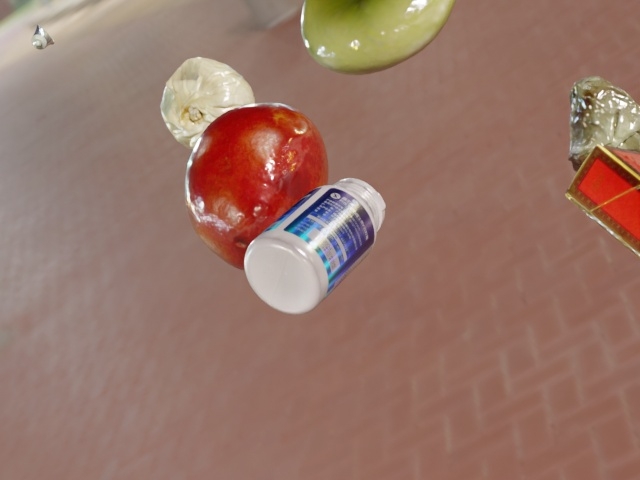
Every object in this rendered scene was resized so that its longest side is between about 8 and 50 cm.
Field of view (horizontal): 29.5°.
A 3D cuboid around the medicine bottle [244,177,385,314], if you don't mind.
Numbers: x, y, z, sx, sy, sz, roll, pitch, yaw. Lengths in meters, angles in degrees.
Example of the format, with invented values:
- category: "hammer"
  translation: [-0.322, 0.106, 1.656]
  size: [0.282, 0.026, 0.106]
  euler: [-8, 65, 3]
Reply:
- category: "medicine bottle"
  translation: [0.000, 0.000, 1.460]
  size: [0.107, 0.107, 0.191]
  euler: [-19, 15, 40]

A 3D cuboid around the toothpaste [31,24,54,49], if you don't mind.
- category: "toothpaste"
  translation: [-0.408, -0.296, 1.784]
  size: [0.021, 0.037, 0.140]
  euler: [-39, 17, 4]

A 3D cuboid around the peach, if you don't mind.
- category: "peach"
  translation: [-0.089, -0.080, 1.724]
  size: [0.243, 0.200, 0.243]
  euler: [-169, 90, -74]

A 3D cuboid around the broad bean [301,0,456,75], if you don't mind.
- category: "broad bean"
  translation: [0.096, -0.368, 1.797]
  size: [0.291, 0.119, 0.238]
  euler: [-45, 53, 6]

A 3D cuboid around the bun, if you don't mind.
- category: "bun"
  translation: [-0.191, -0.218, 1.996]
  size: [0.111, 0.164, 0.188]
  euler: [-20, 25, -39]

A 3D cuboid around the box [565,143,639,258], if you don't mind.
- category: "box"
  translation: [0.374, 0.002, 1.186]
  size: [0.240, 0.153, 0.074]
  euler: [46, 123, 36]

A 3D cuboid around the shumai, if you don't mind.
- category: "shumai"
  translation: [0.327, -0.125, 1.438]
  size: [0.087, 0.124, 0.099]
  euler: [-45, 0, -16]
